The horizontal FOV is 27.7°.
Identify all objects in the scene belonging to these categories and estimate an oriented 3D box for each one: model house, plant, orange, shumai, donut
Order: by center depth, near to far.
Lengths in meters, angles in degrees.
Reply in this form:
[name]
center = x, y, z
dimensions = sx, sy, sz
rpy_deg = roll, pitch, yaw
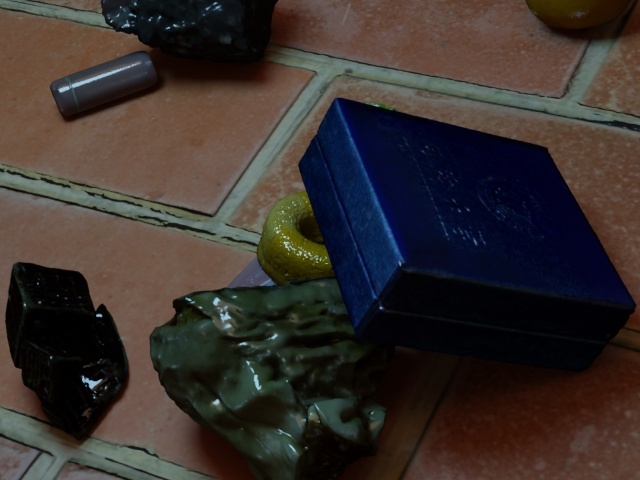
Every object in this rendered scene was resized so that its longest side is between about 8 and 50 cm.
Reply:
[shumai]
center = -0.033, 0.152, 1.292
dimensions = 0.256, 0.189, 0.218
rpy_deg = -8, 60, -22
[model house]
center = -0.276, 0.105, 1.376
dimensions = 0.106, 0.152, 0.165
rpy_deg = -26, 45, -6
[donut]
center = 0.000, 0.000, 1.475
dimensions = 0.152, 0.058, 0.152
rpy_deg = 2, 42, -2
[orange]
center = 0.344, -0.345, 1.718
dimensions = 0.156, 0.124, 0.156
rpy_deg = -19, 34, 14
[plant]
center = -0.174, -0.333, 1.747
dimensions = 0.234, 0.178, 0.204
rpy_deg = 15, 7, 16

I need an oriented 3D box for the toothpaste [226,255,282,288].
[toothpaste]
center = -0.089, 0.068, 1.454
dimensions = 0.067, 0.043, 0.194
rpy_deg = 23, 47, 28

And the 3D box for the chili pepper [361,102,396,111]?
[chili pepper]
center = 0.056, -0.164, 1.667
dimensions = 0.083, 0.017, 0.030
rpy_deg = -9, 46, 6

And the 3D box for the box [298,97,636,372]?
[box]
center = 0.145, -0.007, 1.338
dimensions = 0.279, 0.116, 0.261
rpy_deg = 9, 40, -26

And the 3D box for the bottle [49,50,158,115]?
[bottle]
center = -0.293, -0.213, 1.754
dimensions = 0.140, 0.053, 0.053
rpy_deg = -22, 46, -11
